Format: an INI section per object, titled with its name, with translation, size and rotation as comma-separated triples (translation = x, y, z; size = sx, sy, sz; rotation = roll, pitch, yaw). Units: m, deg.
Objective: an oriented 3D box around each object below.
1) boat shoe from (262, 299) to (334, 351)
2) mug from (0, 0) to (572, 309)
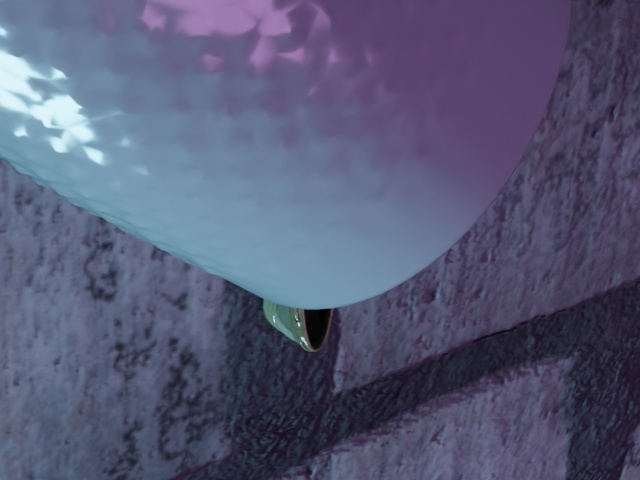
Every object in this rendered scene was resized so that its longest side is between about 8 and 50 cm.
[boat shoe]
translation = -0.002, 0.001, 1.196
size = 0.056, 0.048, 0.153
rotation = -4, 118, -37
[mug]
translation = -0.069, -0.193, 0.898
size = 0.328, 0.276, 0.374
rotation = 28, 67, -38
